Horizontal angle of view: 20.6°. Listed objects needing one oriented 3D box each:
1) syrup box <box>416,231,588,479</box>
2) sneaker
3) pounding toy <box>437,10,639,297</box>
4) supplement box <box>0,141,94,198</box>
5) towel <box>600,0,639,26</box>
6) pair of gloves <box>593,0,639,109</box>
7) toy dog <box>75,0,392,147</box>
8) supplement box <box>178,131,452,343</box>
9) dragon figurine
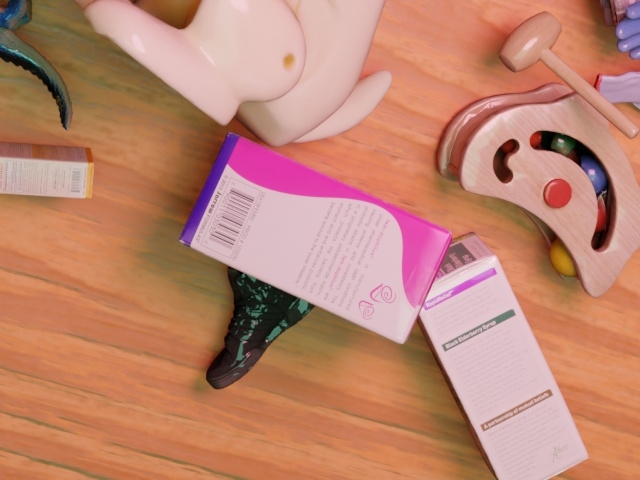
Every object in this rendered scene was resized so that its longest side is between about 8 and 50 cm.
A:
[{"bbox_3d":[0.167,0.120,1.721,0.096,0.093,0.237,-26,108,-2],"label":"syrup box"},{"bbox_3d":[-0.066,0.057,1.687,0.170,0.051,0.089,-43,108,-2],"label":"sneaker"},{"bbox_3d":[0.213,-0.063,1.648,0.154,0.155,0.269,-33,108,-5],"label":"pounding toy"},{"bbox_3d":[-0.259,-0.064,1.609,0.098,0.062,0.036,4,106,-11],"label":"supplement box"},{"bbox_3d":[0.339,-0.347,1.613,0.235,0.121,0.284,-20,108,-4],"label":"towel"},{"bbox_3d":[0.338,-0.173,1.649,0.159,0.023,0.198,-6,146,-12],"label":"pair of gloves"},{"bbox_3d":[0.003,-0.293,1.488,0.395,0.284,0.408,35,97,-30],"label":"toy dog"},{"bbox_3d":[0.000,0.000,1.595,0.220,0.114,0.111,25,89,6],"label":"supplement box"},{"bbox_3d":[-0.333,-0.206,1.543,0.144,0.085,0.289,-28,104,0],"label":"dragon figurine"}]
